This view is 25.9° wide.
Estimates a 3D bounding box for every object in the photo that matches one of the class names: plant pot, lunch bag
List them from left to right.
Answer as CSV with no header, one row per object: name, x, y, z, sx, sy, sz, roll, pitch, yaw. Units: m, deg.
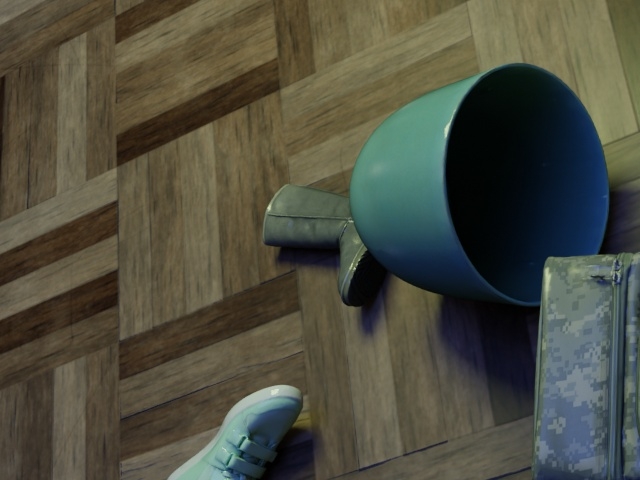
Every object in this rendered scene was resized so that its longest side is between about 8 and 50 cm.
plant pot,0.178,-0.059,1.753,0.235,0.293,0.293,-6,61,51
lunch bag,0.378,0.161,1.536,0.256,0.212,0.305,-1,64,20

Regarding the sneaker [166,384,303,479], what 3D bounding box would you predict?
sneaker,-0.096,0.317,1.858,0.256,0.094,0.151,-47,41,19

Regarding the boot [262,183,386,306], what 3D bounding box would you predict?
boot,0.000,0.002,1.976,0.208,0.076,0.189,8,56,31
